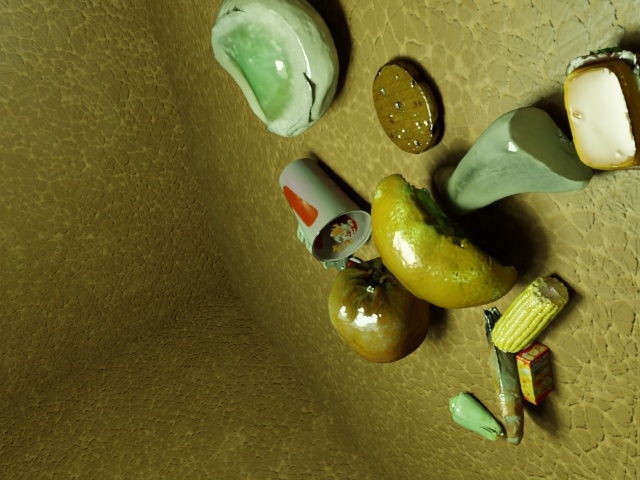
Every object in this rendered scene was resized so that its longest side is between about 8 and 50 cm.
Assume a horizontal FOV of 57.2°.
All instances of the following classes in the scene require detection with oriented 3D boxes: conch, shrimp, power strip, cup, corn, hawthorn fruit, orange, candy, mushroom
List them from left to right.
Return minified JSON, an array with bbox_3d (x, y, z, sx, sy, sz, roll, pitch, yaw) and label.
[{"bbox_3d":[-0.095,-0.458,1.465,0.386,0.186,0.427,59,159,-17],"label":"candy"},{"bbox_3d":[-0.002,-0.102,1.718,0.288,0.203,0.203,56,160,35],"label":"cup"},{"bbox_3d":[-0.001,0.000,1.945,0.257,0.092,0.251,51,157,32],"label":"power strip"},{"bbox_3d":[0.165,0.200,1.567,0.268,0.267,0.301,42,161,43],"label":"hawthorn fruit"},{"bbox_3d":[0.224,0.009,1.184,0.335,0.196,0.262,50,176,13],"label":"orange"},{"bbox_3d":[0.419,0.485,1.588,0.170,0.079,0.106,37,163,37],"label":"conch"},{"bbox_3d":[0.309,-0.115,1.022,0.159,0.122,0.328,70,161,6],"label":"mushroom"},{"bbox_3d":[0.418,0.305,1.339,0.164,0.062,0.317,-4,-97,-79],"label":"shrimp"},{"bbox_3d":[0.410,0.155,1.170,0.081,0.081,0.248,53,157,24],"label":"corn"},{"bbox_3d":[0.457,0.282,1.247,0.038,0.062,0.122,26,139,55],"label":"candy"}]

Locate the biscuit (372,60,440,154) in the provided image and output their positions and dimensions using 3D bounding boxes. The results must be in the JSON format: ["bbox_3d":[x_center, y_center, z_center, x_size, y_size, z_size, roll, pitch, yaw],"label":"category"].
[{"bbox_3d":[0.180,-0.279,1.244,0.212,0.036,0.212,51,158,31],"label":"biscuit"}]

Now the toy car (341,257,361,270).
[{"bbox_3d":[0.099,0.140,1.856,0.112,0.112,0.139,39,149,46],"label":"toy car"}]

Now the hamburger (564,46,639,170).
[{"bbox_3d":[0.393,-0.177,0.786,0.137,0.087,0.166,20,133,62],"label":"hamburger"}]
